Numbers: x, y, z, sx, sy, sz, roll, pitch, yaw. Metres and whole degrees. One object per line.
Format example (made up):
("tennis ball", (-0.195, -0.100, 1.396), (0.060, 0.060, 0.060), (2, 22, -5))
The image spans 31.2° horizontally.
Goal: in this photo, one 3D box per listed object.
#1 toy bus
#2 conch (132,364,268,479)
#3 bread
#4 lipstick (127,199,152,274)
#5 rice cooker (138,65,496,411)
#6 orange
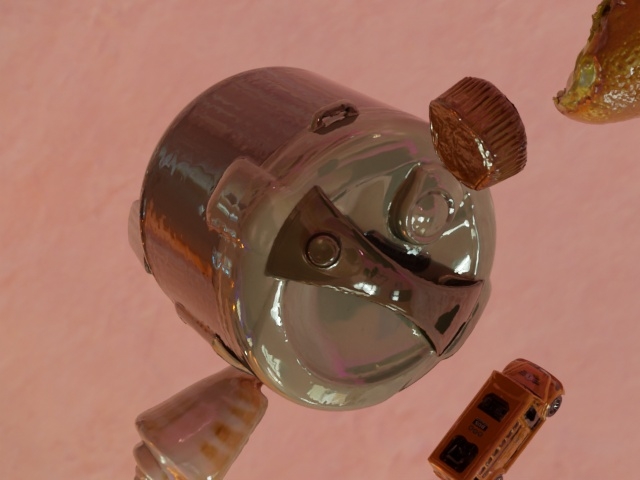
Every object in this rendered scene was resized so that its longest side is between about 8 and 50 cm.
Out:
("toy bus", (0.224, 0.233, 1.458), (0.083, 0.088, 0.194), (32, 77, 34))
("conch", (-0.174, 0.247, 1.563), (0.127, 0.158, 0.255), (35, 87, -18))
("bread", (0.123, -0.082, 0.862), (0.085, 0.053, 0.085), (49, 159, 25))
("lipstick", (-0.191, 0.011, 1.473), (0.079, 0.253, 0.077), (2, 105, -19))
("rice cooker", (0.000, 0.000, 1.207), (0.325, 0.335, 0.335), (32, 126, 51))
("orange", (0.491, -0.325, 1.738), (0.196, 0.262, 0.335), (18, 101, -2))
